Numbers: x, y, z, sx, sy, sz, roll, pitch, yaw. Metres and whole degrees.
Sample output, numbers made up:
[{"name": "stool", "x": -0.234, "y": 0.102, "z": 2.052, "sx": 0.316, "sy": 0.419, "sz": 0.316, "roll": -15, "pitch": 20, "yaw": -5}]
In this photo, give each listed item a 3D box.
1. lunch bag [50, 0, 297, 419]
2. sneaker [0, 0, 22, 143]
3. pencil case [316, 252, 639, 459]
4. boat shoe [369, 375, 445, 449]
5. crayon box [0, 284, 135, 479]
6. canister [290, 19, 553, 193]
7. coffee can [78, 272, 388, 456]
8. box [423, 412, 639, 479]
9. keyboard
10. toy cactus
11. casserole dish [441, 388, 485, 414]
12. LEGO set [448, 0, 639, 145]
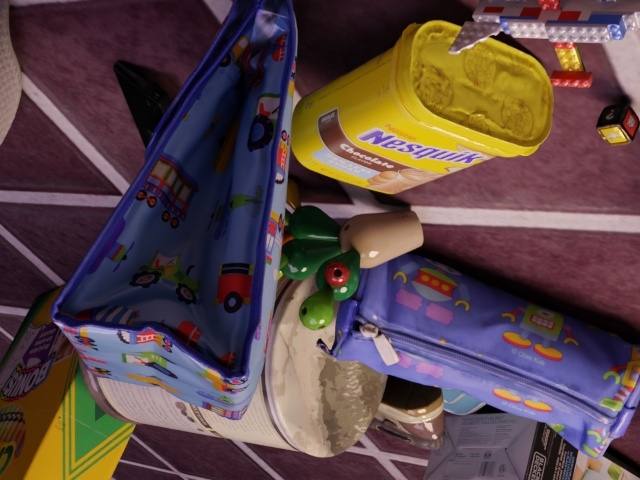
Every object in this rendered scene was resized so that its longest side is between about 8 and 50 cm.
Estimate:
[{"name": "lunch bag", "x": -0.071, "y": -0.036, "z": 0.868, "sx": 0.138, "sy": 0.293, "sz": 0.221, "roll": 18, "pitch": 164, "yaw": 0}, {"name": "sneaker", "x": -0.355, "y": -0.184, "z": 1.012, "sx": 0.150, "sy": 0.135, "sz": 0.366, "roll": 21, "pitch": 153, "yaw": -1}, {"name": "pencil case", "x": 0.156, "y": 0.103, "z": 1.121, "sx": 0.306, "sy": 0.133, "sz": 0.119, "roll": 21, "pitch": 113, "yaw": 5}, {"name": "boat shoe", "x": 0.063, "y": 0.180, "z": 1.332, "sx": 0.223, "sy": 0.080, "sz": 0.073, "roll": 16, "pitch": 123, "yaw": 57}, {"name": "crayon box", "x": -0.337, "y": 0.201, "z": 1.512, "sx": 0.106, "sy": 0.313, "sz": 0.363, "roll": 35, "pitch": 152, "yaw": -22}, {"name": "canister", "x": 0.069, "y": -0.091, "z": 0.872, "sx": 0.126, "sy": 0.073, "sz": 0.170, "roll": 15, "pitch": 162, "yaw": -28}, {"name": "coffee can", "x": -0.093, "y": 0.114, "z": 1.265, "sx": 0.275, "sy": 0.202, "sz": 0.201, "roll": 3, "pitch": 147, "yaw": 37}, {"name": "box", "x": 0.284, "y": 0.301, "z": 1.398, "sx": 0.290, "sy": 0.087, "sz": 0.169, "roll": 32, "pitch": 153, "yaw": -28}, {"name": "keyboard", "x": -0.134, "y": -0.094, "z": 1.121, "sx": 0.100, "sy": 0.038, "sz": 0.192, "roll": 39, "pitch": 162, "yaw": 25}, {"name": "toy cactus", "x": 0.000, "y": 0.000, "z": 1.062, "sx": 0.219, "sy": 0.180, "sz": 0.112, "roll": -130, "pitch": 28, "yaw": -67}, {"name": "casserole dish", "x": 0.149, "y": 0.149, "z": 1.318, "sx": 0.114, "sy": 0.037, "sz": 0.188, "roll": 25, "pitch": 153, "yaw": -2}, {"name": "LEGO set", "x": 0.198, "y": -0.133, "z": 0.727, "sx": 0.182, "sy": 0.060, "sz": 0.244, "roll": 30, "pitch": 154, "yaw": -3}]
